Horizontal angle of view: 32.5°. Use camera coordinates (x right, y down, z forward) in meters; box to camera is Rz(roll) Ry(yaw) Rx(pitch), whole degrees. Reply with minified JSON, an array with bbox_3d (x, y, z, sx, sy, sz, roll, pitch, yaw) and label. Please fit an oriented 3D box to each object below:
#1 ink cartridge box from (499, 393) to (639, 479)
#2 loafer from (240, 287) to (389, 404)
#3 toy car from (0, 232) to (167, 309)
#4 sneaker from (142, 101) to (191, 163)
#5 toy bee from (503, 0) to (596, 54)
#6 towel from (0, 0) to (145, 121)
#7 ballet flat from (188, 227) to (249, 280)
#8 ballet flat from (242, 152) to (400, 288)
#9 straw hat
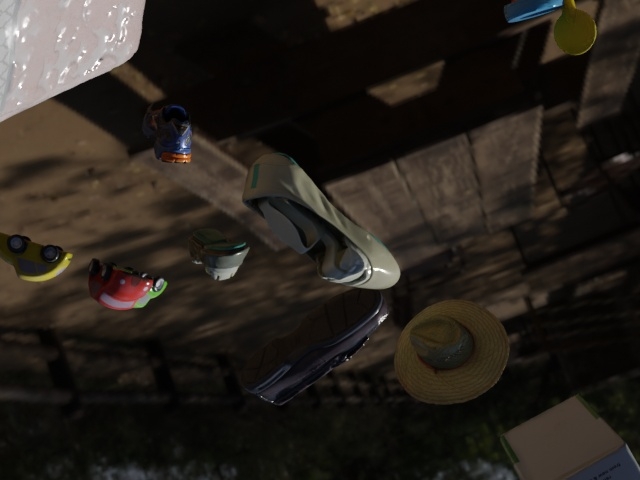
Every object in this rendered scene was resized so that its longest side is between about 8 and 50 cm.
[{"bbox_3d":[0.245,0.251,0.911,0.087,0.208,0.153,-30,-173,2],"label":"ink cartridge box"},{"bbox_3d":[0.002,0.186,1.905,0.303,0.109,0.095,-33,123,19],"label":"loafer"},{"bbox_3d":[-0.275,0.053,1.403,0.239,0.053,0.225,15,176,27],"label":"toy car"},{"bbox_3d":[-0.275,-0.216,2.042,0.083,0.221,0.087,6,113,-25],"label":"sneaker"},{"bbox_3d":[0.283,-0.309,1.278,0.162,0.195,0.298,-13,-155,18],"label":"toy bee"},{"bbox_3d":[-0.232,-0.255,0.943,0.317,0.053,0.331,-47,161,-49],"label":"towel"},{"bbox_3d":[-0.153,0.027,1.680,0.072,0.068,0.213,-8,-170,-17],"label":"ballet flat"},{"bbox_3d":[0.000,0.000,1.313,0.086,0.248,0.086,-38,-154,22],"label":"ballet flat"},{"bbox_3d":[0.140,0.116,1.266,0.145,0.144,0.061,-23,142,17],"label":"straw hat"}]
